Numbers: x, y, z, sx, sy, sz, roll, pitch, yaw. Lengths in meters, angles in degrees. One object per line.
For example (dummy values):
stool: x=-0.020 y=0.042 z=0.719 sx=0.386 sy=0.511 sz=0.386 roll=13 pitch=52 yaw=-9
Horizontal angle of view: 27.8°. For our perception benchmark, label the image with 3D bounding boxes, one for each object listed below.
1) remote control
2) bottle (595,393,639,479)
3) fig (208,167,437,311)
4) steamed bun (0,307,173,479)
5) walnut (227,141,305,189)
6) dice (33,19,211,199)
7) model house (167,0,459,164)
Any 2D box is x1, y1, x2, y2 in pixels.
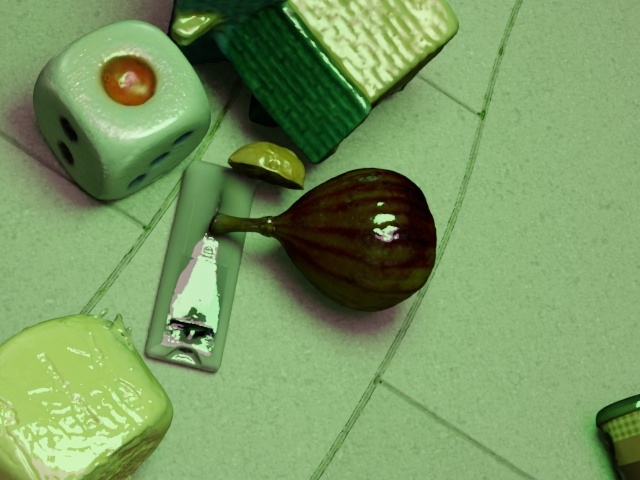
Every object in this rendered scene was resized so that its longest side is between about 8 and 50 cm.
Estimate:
remote control: x=-0.167 y=0.028 z=1.870 sx=0.109 sy=0.055 sz=0.313 roll=15 pitch=65 yaw=-11
bottle: x=0.504 y=0.360 z=1.892 sx=0.156 sy=0.143 sz=0.271 roll=-10 pitch=73 yaw=-20
fig: x=0.000 y=0.000 z=1.859 sx=0.321 sy=0.217 sz=0.217 roll=2 pitch=67 yaw=-9
steamed bun: x=-0.337 y=0.230 z=1.673 sx=0.232 sy=0.166 sz=0.273 roll=44 pitch=51 yaw=11
walnut: x=-0.074 y=-0.115 z=1.893 sx=0.121 sy=0.091 sz=0.052 roll=21 pitch=78 yaw=-14
dice: x=-0.284 y=-0.186 z=1.846 sx=0.193 sy=0.192 sz=0.194 roll=-34 pitch=83 yaw=-26
model house: x=-0.051 y=-0.323 z=1.931 sx=0.343 sy=0.334 sz=0.382 roll=-42 pitch=90 yaw=-17
